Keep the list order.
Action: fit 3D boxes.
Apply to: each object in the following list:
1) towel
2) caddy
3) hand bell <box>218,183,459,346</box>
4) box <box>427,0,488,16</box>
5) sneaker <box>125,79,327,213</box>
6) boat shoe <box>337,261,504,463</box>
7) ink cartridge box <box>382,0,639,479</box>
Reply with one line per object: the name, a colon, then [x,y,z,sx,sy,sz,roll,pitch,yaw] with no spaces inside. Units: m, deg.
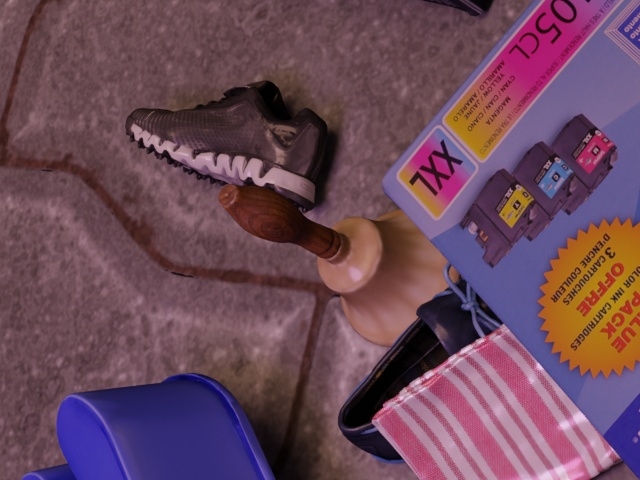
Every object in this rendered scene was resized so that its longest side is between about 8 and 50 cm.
towel: [0.154,0.144,1.464,0.197,0.029,0.144,-36,93,23]
caddy: [-0.120,0.274,1.592,0.241,0.179,0.341,-59,45,38]
hand bell: [0.000,0.000,1.546,0.126,0.242,0.126,-13,67,33]
box: [0.046,-0.415,1.700,0.312,0.179,0.343,19,86,42]
sneaker: [-0.082,-0.104,1.760,0.234,0.078,0.106,19,84,37]
boat shoe: [0.119,0.087,1.521,0.258,0.089,0.109,-53,51,11]
ink cartridge box: [0.261,0.000,1.276,0.270,0.151,0.395,-51,52,13]
